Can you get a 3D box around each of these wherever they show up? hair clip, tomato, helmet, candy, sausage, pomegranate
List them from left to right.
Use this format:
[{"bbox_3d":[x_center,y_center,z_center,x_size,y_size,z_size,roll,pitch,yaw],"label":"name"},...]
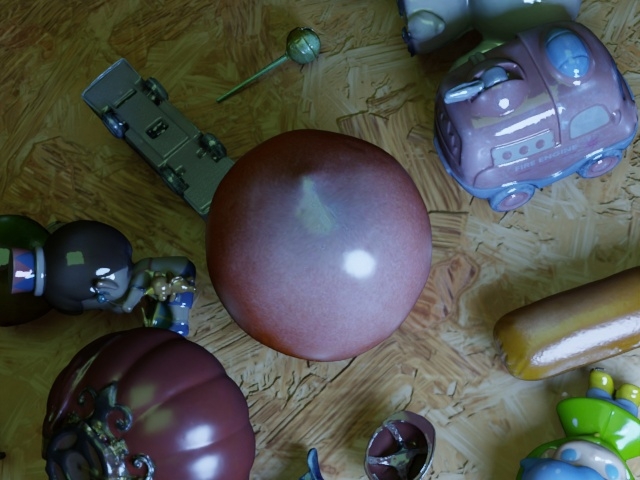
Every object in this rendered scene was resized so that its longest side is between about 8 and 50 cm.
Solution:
[{"bbox_3d":[-0.466,0.034,1.501,0.179,0.180,0.210,18,37,20],"label":"pomegranate"},{"bbox_3d":[-0.090,-0.288,1.610,0.202,0.061,0.061,-31,64,8],"label":"candy"},{"bbox_3d":[0.000,0.000,1.313,0.321,0.321,0.322,-5,66,11],"label":"tomato"},{"bbox_3d":[0.049,0.402,1.279,0.083,0.048,0.275,-40,65,-10],"label":"hair clip"},{"bbox_3d":[0.113,0.289,1.304,0.089,0.057,0.111,30,82,26],"label":"helmet"},{"bbox_3d":[0.370,0.109,1.298,0.274,0.105,0.105,-20,64,4],"label":"sausage"}]

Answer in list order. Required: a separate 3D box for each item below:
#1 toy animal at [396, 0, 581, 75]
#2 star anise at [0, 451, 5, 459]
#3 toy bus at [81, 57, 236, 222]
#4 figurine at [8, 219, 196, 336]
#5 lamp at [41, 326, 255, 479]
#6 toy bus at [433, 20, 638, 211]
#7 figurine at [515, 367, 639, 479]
[{"bbox_3d":[0.234,-0.368,1.444,0.289,0.249,0.174,-26,38,24],"label":"toy animal"},{"bbox_3d":[-0.608,0.299,1.441,0.190,0.126,0.220,-40,92,-6],"label":"star anise"},{"bbox_3d":[-0.236,-0.146,1.529,0.109,0.136,0.329,-42,64,-9],"label":"toy bus"},{"bbox_3d":[-0.315,0.061,1.402,0.275,0.161,0.158,23,103,-11],"label":"figurine"},{"bbox_3d":[-0.231,0.265,1.280,0.303,0.257,0.303,6,100,33],"label":"lamp"},{"bbox_3d":[0.300,-0.194,1.370,0.294,0.232,0.197,-21,64,5],"label":"toy bus"},{"bbox_3d":[0.338,0.289,1.216,0.162,0.143,0.263,24,57,13],"label":"figurine"}]
